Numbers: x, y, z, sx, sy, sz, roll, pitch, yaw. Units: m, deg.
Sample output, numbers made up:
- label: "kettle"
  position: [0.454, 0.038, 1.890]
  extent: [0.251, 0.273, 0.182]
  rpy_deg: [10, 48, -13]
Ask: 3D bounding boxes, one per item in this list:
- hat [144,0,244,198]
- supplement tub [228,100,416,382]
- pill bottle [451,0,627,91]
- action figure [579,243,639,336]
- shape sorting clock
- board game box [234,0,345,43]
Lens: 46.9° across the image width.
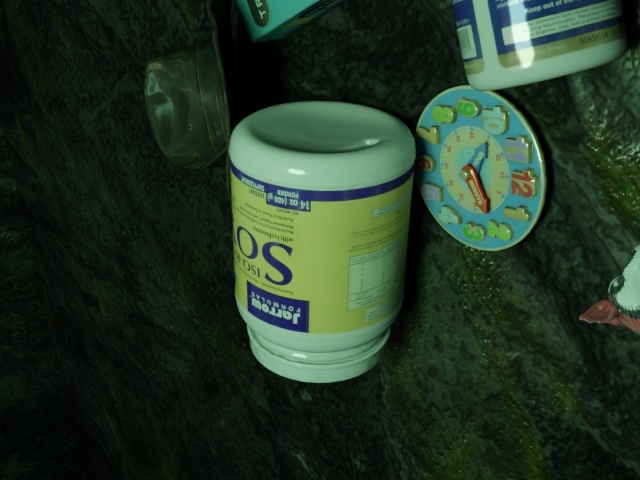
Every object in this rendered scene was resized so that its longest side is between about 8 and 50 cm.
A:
- label: "hat"
  position: [-0.184, -0.202, 1.091]
  extent: [0.331, 0.134, 0.331]
  rpy_deg: [-3, -90, -90]
- label: "supplement tub"
  position: [0.000, 0.000, 1.005]
  extent: [0.241, 0.241, 0.331]
  rpy_deg: [28, 128, 40]
- label: "pill bottle"
  position: [0.190, -0.286, 0.695]
  extent: [0.153, 0.153, 0.264]
  rpy_deg: [1, 109, 51]
- label: "action figure"
  position: [0.384, 0.049, 0.573]
  extent: [0.370, 0.248, 0.275]
  rpy_deg: [-24, 97, 54]
- label: "shape sorting clock"
  position: [0.186, -0.085, 0.898]
  extent: [0.206, 0.040, 0.206]
  rpy_deg: [26, 127, 41]
- label: "board game box"
  position: [-0.018, -0.430, 0.938]
  extent: [0.336, 0.079, 0.253]
  rpy_deg: [-11, 99, 52]
